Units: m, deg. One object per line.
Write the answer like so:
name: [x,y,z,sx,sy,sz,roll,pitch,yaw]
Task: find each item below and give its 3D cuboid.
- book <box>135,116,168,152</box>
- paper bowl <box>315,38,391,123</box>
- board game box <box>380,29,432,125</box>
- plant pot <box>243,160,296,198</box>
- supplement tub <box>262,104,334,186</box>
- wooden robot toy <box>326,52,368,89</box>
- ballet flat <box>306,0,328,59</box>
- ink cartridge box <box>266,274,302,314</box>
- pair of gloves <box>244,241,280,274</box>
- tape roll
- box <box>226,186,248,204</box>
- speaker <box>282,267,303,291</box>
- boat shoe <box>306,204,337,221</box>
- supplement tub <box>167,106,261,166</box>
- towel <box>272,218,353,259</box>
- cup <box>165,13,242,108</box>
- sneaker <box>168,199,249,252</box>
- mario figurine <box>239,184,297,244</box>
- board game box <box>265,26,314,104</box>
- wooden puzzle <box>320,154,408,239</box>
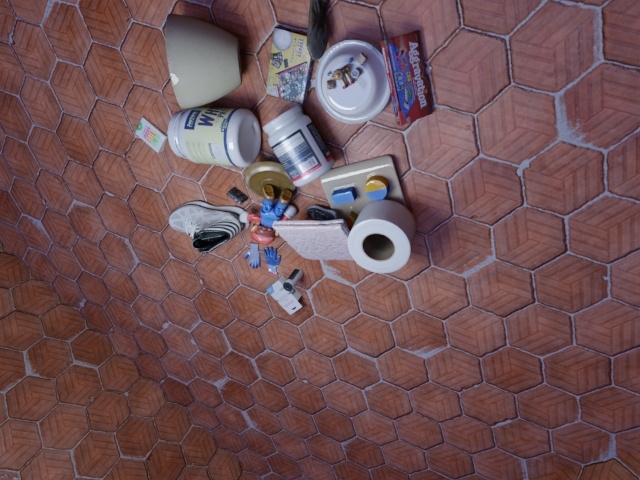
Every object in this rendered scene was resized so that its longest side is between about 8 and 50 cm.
book: [-0.795,-0.499,1.991,0.144,0.035,0.096,39,120,0]
paper bowl: [0.118,-0.563,1.509,0.284,0.148,0.285,9,119,17]
board game box: [0.301,-0.556,1.454,0.027,0.145,0.282,30,141,61]
plant pot: [-0.212,-0.248,1.809,0.236,0.033,0.236,2,149,1]
supplement tub: [-0.085,-0.370,1.670,0.191,0.191,0.272,-23,106,31]
wooden robot toy: [0.078,-0.547,1.397,0.173,0.079,0.076,-24,106,30]
ballet flat: [-0.016,-0.762,1.477,0.058,0.084,0.250,14,106,45]
ink cartridge box: [-0.172,0.277,2.137,0.180,0.060,0.104,48,123,-7]
pair of gloves: [-0.292,0.088,2.107,0.198,0.023,0.159,13,121,15]
tape roll: [0.244,-0.016,1.661,0.246,0.169,0.246,9,124,14]
box: [-0.384,-0.207,1.956,0.083,0.067,0.018,37,125,-1]
speaker: [-0.130,0.187,2.025,0.055,0.136,0.055,10,120,18]
boat shoe: [-0.017,-0.102,1.817,0.183,0.083,0.065,13,129,46]
supplement tub: [-0.437,-0.432,1.754,0.324,0.235,0.236,8,120,18]
towel: [0.000,0.000,1.811,0.316,0.054,0.332,0,154,23]
cup: [-0.424,-0.674,1.599,0.236,0.331,0.331,-4,118,-5]
sneaker: [-0.587,-0.066,2.002,0.447,0.257,0.169,1,117,22]
mario figurine: [-0.237,-0.124,1.906,0.198,0.170,0.321,39,135,10]
board game box: [-0.113,-0.663,1.611,0.165,0.042,0.243,21,123,11]
wooden puzzle: [0.184,-0.147,1.747,0.321,0.080,0.348,-10,113,27]
